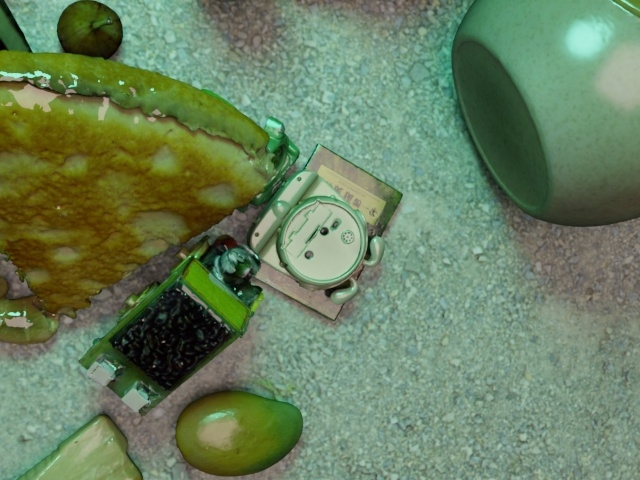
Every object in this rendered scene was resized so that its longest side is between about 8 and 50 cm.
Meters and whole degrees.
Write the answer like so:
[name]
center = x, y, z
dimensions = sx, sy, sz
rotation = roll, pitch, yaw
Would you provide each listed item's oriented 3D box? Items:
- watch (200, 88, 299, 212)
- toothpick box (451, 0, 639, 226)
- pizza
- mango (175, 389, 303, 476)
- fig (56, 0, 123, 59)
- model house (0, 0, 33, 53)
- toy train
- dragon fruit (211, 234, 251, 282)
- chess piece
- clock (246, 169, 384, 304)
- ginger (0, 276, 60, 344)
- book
[watch]
center = -0.129, -0.131, 1.081
dimensions = 0.152, 0.165, 0.131
rotation = 35, 87, 11
[toothpick box]
center = 0.437, -0.240, 1.052
dimensions = 0.425, 0.409, 0.409
rotation = -26, 100, -3
[pizza]
center = -0.311, -0.056, 0.950
dimensions = 0.439, 0.130, 0.406
rotation = 9, 134, -27
[mango]
center = -0.119, 0.284, 1.132
dimensions = 0.194, 0.092, 0.130
rotation = -8, 94, -22
[fig]
center = -0.308, -0.284, 1.019
dimensions = 0.088, 0.125, 0.089
rotation = -2, 96, -18
[model house]
center = -0.500, -0.194, 0.960
dimensions = 0.239, 0.173, 0.268
rotation = 27, 86, 17
[toy train]
center = -0.191, 0.111, 1.031
dimensions = 0.261, 0.177, 0.134
rotation = -40, 104, 21
[dragon fruit]
center = -0.142, 0.038, 1.119
dimensions = 0.060, 0.056, 0.083
rotation = -19, 100, -12
[chess piece]
center = -0.393, 0.379, 1.065
dimensions = 0.301, 0.137, 0.137
rotation = -41, 102, -19
[clock]
center = 0.000, 0.000, 1.124
dimensions = 0.191, 0.062, 0.151
rotation = 37, 86, -11
[ginger]
center = -0.530, 0.086, 1.022
dimensions = 0.333, 0.081, 0.148
rotation = -5, 111, -12
[book]
center = 0.008, -0.011, 1.169
dimensions = 0.160, 0.024, 0.228
rotation = 30, 88, -12
